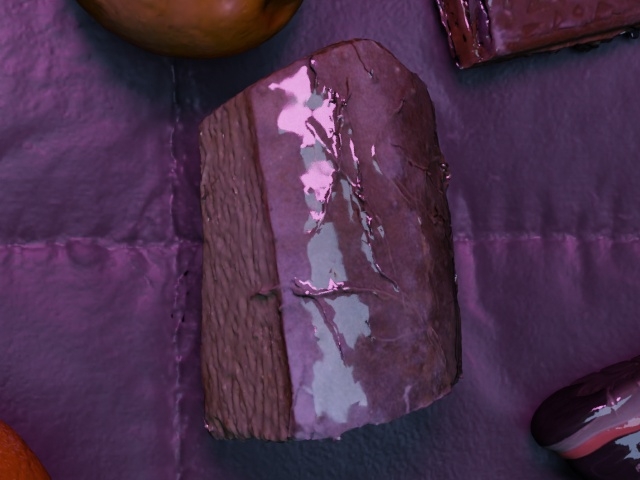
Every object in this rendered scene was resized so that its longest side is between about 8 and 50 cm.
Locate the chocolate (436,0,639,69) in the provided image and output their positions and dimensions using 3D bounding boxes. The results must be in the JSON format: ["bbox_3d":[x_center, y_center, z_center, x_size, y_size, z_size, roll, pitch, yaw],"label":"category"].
[{"bbox_3d":[0.259,-0.223,0.824,0.329,0.065,0.103,-15,94,-12],"label":"chocolate"}]

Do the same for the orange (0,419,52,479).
[{"bbox_3d":[-0.289,0.224,0.640,0.264,0.264,0.264,0,92,-11],"label":"orange"}]

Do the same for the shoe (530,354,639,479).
[{"bbox_3d":[0.332,0.155,0.824,0.290,0.114,0.137,-22,91,-7],"label":"shoe"}]

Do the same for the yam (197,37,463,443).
[{"bbox_3d":[0.005,-0.001,0.724,0.201,0.202,0.272,-14,93,-32],"label":"yam"}]

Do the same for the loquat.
[{"bbox_3d":[-0.098,-0.232,0.693,0.213,0.213,0.213,0,92,-11],"label":"loquat"}]
